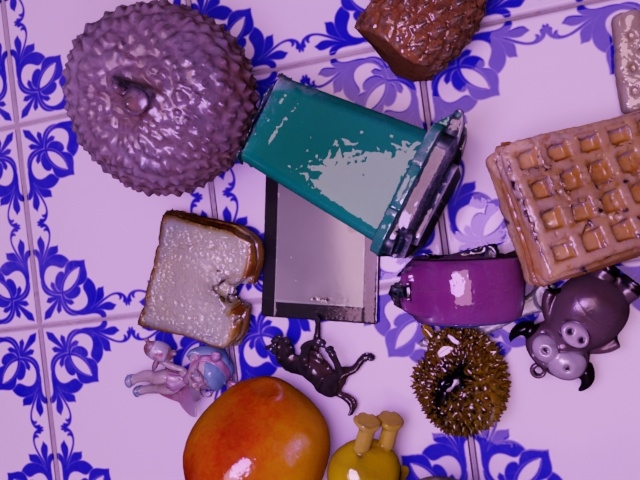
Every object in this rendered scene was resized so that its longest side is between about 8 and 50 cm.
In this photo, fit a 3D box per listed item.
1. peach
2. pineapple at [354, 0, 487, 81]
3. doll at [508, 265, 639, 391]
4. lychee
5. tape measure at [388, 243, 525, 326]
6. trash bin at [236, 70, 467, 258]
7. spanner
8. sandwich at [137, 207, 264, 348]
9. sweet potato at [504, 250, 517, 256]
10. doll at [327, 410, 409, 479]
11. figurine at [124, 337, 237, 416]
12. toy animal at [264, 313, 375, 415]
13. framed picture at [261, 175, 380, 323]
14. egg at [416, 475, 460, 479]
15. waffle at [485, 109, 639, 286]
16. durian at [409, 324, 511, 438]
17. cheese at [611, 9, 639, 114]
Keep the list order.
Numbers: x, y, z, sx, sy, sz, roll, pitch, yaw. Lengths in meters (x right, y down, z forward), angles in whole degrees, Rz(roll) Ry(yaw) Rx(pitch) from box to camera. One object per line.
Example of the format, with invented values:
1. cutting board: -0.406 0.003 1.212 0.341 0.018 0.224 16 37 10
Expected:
1. peach: -0.129 0.425 1.396 0.289 0.308 0.288 -1 87 27
2. pineapple: 0.247 -0.474 1.353 0.202 0.202 0.362 43 90 12
3. doll: 0.480 0.160 1.313 0.182 0.117 0.257 39 98 7
4. lychee: -0.301 -0.282 1.387 0.381 0.432 0.380 2 102 8
5. tape measure: 0.256 0.082 1.322 0.245 0.231 0.149 -2 89 16
6. trash bin: 0.069 -0.163 1.350 0.381 0.259 0.295 28 95 12
7. spanner: 0.335 0.170 1.409 0.302 0.017 0.071 -28 83 16
8. sandwich: -0.253 0.084 1.544 0.249 0.095 0.273 15 96 19
9. sweet potato: 0.431 0.033 1.369 0.153 0.038 0.041 -6 111 15
10. doll: 0.088 0.513 1.423 0.200 0.145 0.362 3 111 -25
11. figurine: -0.317 0.280 1.556 0.260 0.103 0.205 -14 112 21
12. toy animal: 0.000 0.259 1.489 0.233 0.084 0.148 36 120 8
13. framed picture: 0.000 0.000 1.511 0.265 0.016 0.346 1 90 17
14. egg: 0.245 0.647 1.273 0.345 0.345 0.427 -12 71 17
15. waffle: 0.502 -0.091 1.237 0.376 0.114 0.260 -17 78 -9
16. durian: 0.262 0.266 1.359 0.193 0.138 0.237 -40 84 15
17. cheese: 0.582 -0.331 1.319 0.065 0.043 0.193 -7 90 22
